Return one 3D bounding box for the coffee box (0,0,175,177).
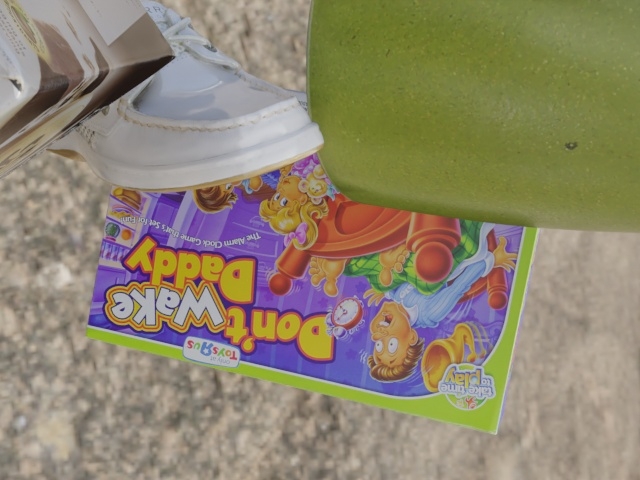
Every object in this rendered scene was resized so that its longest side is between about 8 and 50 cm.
[{"bbox_3d":[-0.172,-0.067,0.466,0.119,0.168,0.297,55,8,-9],"label":"coffee box"}]

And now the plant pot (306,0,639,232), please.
[{"bbox_3d":[0.186,-0.115,0.728,0.275,0.293,0.275,-39,139,-46],"label":"plant pot"}]

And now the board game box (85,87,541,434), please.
[{"bbox_3d":[0.000,0.000,0.987,0.078,0.347,0.233,-17,118,-77],"label":"board game box"}]

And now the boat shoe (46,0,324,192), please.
[{"bbox_3d":[-0.105,-0.093,0.715,0.098,0.277,0.096,-21,113,-35],"label":"boat shoe"}]
